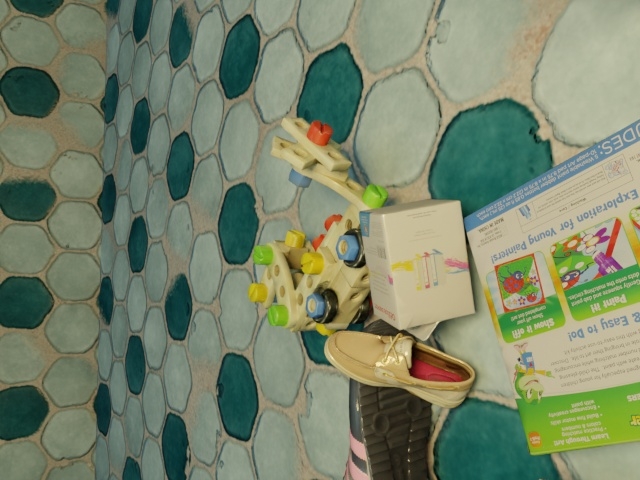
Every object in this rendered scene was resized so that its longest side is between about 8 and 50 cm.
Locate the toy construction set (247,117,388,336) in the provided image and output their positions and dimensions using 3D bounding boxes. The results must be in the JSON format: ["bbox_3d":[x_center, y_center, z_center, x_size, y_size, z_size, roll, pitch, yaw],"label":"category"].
[{"bbox_3d":[0.000,0.000,0.824,0.327,0.151,0.215,103,149,-41],"label":"toy construction set"}]

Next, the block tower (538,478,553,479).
[{"bbox_3d":[0.196,0.381,0.496,0.091,0.097,0.335,14,87,62],"label":"block tower"}]

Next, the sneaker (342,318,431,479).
[{"bbox_3d":[0.064,0.259,0.742,0.131,0.112,0.319,-24,64,58],"label":"sneaker"}]

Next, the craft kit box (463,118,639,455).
[{"bbox_3d":[0.259,0.044,0.524,0.250,0.061,0.246,-34,58,49],"label":"craft kit box"}]

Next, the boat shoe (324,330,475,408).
[{"bbox_3d":[0.090,0.131,0.671,0.059,0.170,0.063,112,175,-46],"label":"boat shoe"}]

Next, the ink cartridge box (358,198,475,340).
[{"bbox_3d":[0.106,0.031,0.674,0.092,0.090,0.143,-157,57,-77],"label":"ink cartridge box"}]
